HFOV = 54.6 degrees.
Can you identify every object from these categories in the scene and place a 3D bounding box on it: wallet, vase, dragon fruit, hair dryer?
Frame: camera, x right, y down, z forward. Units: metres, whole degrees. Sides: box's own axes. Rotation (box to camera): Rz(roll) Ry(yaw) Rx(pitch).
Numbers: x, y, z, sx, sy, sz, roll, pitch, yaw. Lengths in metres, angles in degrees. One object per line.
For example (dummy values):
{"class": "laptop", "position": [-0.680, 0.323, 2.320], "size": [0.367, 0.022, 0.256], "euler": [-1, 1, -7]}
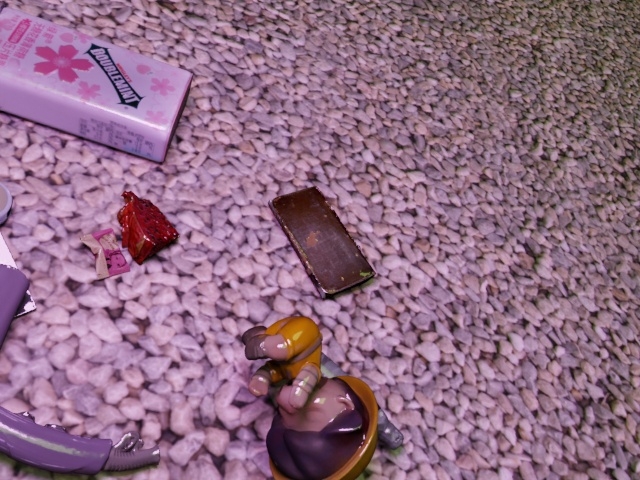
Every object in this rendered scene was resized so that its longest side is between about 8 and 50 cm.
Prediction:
{"class": "wallet", "position": [0.000, 0.000, 1.191], "size": [0.121, 0.031, 0.232], "euler": [-20, 65, -29]}
{"class": "vase", "position": [0.050, 0.263, 1.014], "size": [0.211, 0.060, 0.060], "euler": [41, 51, 6]}
{"class": "dragon fruit", "position": [-0.316, -0.024, 1.062], "size": [0.131, 0.063, 0.097], "euler": [48, 20, 12]}
{"class": "hair dryer", "position": [-0.379, 0.221, 0.840], "size": [0.361, 0.121, 0.301], "euler": [30, 48, -16]}

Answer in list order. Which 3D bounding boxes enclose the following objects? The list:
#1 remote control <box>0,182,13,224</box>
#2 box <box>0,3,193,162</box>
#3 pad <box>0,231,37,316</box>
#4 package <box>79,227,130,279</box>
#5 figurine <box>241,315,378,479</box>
{"class": "remote control", "position": [-0.606, -0.058, 0.948], "size": [0.244, 0.047, 0.087], "euler": [2, 54, -22]}
{"class": "box", "position": [-0.438, -0.289, 1.140], "size": [0.369, 0.112, 0.190], "euler": [17, 51, -13]}
{"class": "pad", "position": [-0.560, 0.071, 0.878], "size": [0.245, 0.006, 0.170], "euler": [-24, 82, -32]}
{"class": "package", "position": [-0.353, 0.021, 1.019], "size": [0.059, 0.029, 0.083], "euler": [-19, 78, -41]}
{"class": "figurine", "position": [-0.010, 0.235, 0.904], "size": [0.167, 0.192, 0.257], "euler": [-20, 101, -29]}
